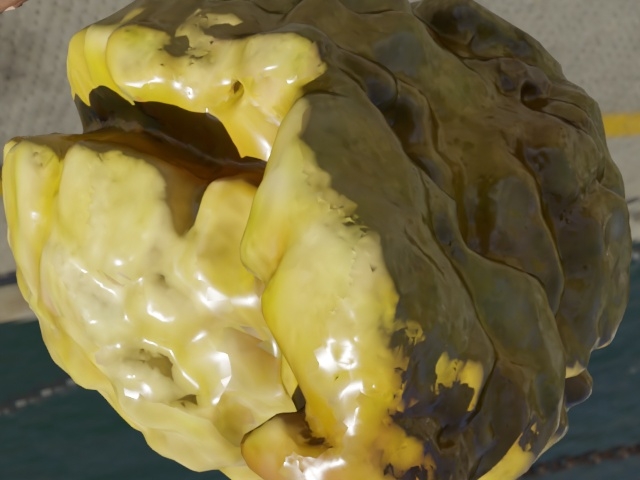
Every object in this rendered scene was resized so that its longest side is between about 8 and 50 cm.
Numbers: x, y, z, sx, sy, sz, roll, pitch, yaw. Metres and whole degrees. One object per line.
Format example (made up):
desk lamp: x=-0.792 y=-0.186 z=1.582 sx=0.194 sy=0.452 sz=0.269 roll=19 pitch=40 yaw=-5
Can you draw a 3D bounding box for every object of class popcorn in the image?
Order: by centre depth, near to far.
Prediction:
popcorn: x=0.000 y=0.000 z=0.619 sx=0.265 sy=0.332 sz=0.225 roll=25 pitch=102 yaw=-4

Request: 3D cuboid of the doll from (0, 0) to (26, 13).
doll: x=-0.146 y=-0.199 z=0.420 sx=0.201 sy=0.303 sz=0.156 roll=-38 pitch=-173 yaw=5
